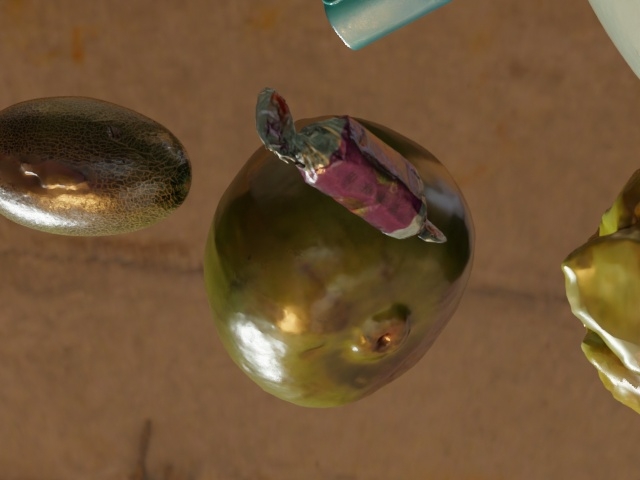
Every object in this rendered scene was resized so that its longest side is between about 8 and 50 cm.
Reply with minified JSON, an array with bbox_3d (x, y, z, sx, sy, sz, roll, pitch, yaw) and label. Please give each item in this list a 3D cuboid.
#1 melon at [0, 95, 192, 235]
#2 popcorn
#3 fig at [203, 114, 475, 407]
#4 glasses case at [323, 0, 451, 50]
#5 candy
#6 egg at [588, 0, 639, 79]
[{"bbox_3d":[-0.168,-0.052,1.402,0.162,0.099,0.099,5,-115,13],"label":"melon"},{"bbox_3d":[0.318,0.041,1.418,0.276,0.276,0.225,35,-131,14],"label":"popcorn"},{"bbox_3d":[0.000,0.000,1.420,0.203,0.203,0.225,-21,-130,-9],"label":"fig"},{"bbox_3d":[0.129,-0.261,1.561,0.301,0.070,0.117,-23,-144,36],"label":"glasses case"},{"bbox_3d":[0.025,-0.041,1.176,0.043,0.175,0.045,-32,-129,24],"label":"candy"},{"bbox_3d":[0.218,-0.200,0.941,0.230,0.230,0.371,-17,-100,-8],"label":"egg"}]
